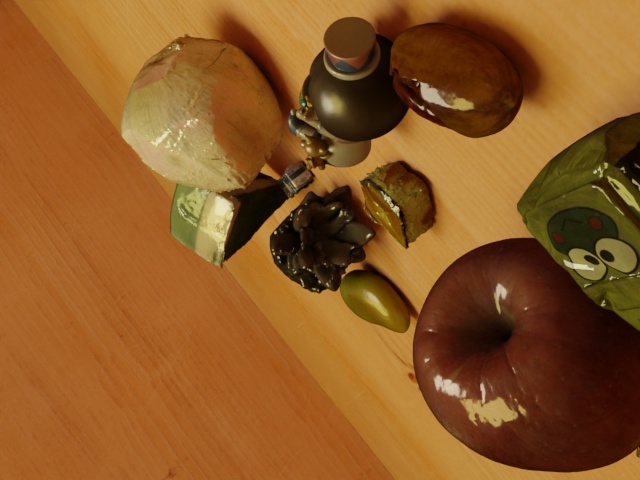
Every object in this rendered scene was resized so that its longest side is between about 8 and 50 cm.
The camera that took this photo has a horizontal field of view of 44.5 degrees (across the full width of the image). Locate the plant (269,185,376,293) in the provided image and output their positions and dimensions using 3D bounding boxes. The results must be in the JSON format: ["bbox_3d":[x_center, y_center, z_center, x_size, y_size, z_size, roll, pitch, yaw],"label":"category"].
[{"bbox_3d":[0.000,0.000,1.605,0.181,0.194,0.320,42,169,-7],"label":"plant"}]

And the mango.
[{"bbox_3d":[0.117,0.124,1.685,0.191,0.085,0.122,19,134,47],"label":"mango"}]

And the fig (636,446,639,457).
[{"bbox_3d":[0.384,0.225,1.066,0.150,0.128,0.128,40,159,29],"label":"fig"}]

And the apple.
[{"bbox_3d":[0.269,0.140,0.957,0.235,0.306,0.305,33,178,-37],"label":"apple"}]

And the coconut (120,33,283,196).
[{"bbox_3d":[-0.237,-0.250,1.503,0.297,0.297,0.254,37,179,43],"label":"coconut"}]

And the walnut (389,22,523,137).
[{"bbox_3d":[0.146,-0.188,0.902,0.207,0.115,0.116,39,159,40],"label":"walnut"}]

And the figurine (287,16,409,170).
[{"bbox_3d":[0.042,-0.207,1.086,0.275,0.161,0.158,136,117,-69],"label":"figurine"}]

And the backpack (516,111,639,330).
[{"bbox_3d":[0.327,0.000,0.749,0.253,0.140,0.207,46,163,0],"label":"backpack"}]

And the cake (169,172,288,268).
[{"bbox_3d":[-0.183,-0.109,1.707,0.158,0.283,0.172,31,144,19],"label":"cake"}]

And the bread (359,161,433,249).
[{"bbox_3d":[0.123,-0.065,1.288,0.128,0.069,0.140,43,165,33],"label":"bread"}]

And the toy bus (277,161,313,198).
[{"bbox_3d":[-0.054,-0.131,1.676,0.058,0.052,0.102,53,166,-2],"label":"toy bus"}]
